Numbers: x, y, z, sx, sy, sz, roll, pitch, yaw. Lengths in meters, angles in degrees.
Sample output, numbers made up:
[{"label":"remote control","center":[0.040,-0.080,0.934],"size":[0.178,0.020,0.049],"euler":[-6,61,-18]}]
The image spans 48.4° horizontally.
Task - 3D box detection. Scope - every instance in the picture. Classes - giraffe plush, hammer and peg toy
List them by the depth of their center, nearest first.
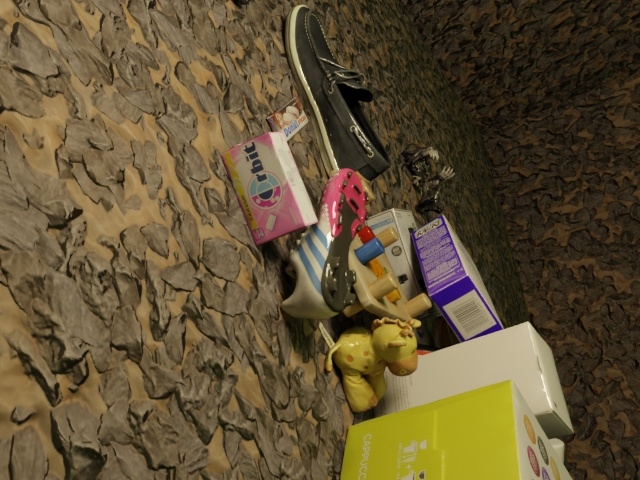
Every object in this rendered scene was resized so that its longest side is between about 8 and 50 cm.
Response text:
[{"label":"giraffe plush","center":[0.120,0.218,1.406],"size":[0.210,0.170,0.181],"euler":[54,27,-31]},{"label":"hammer and peg toy","center":[0.084,0.016,1.542],"size":[0.266,0.127,0.361],"euler":[29,33,-56]}]

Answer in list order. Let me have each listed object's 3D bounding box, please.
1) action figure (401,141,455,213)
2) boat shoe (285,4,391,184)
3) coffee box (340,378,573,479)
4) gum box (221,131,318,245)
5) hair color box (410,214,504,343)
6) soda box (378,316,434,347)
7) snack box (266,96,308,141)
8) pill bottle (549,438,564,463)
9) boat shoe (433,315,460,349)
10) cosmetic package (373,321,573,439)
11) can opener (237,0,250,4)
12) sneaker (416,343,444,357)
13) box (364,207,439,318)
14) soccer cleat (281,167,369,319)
[{"label":"action figure","center":[0.360,-0.227,2.355],"size":[0.164,0.141,0.276],"euler":[25,49,-43]},{"label":"boat shoe","center":[0.046,-0.364,1.763],"size":[0.187,0.156,0.500],"euler":[4,66,-63]},{"label":"coffee box","center":[0.245,0.505,1.226],"size":[0.334,0.338,0.337],"euler":[56,26,-26]},{"label":"gum box","center":[-0.094,-0.098,1.287],"size":[0.062,0.107,0.188],"euler":[-22,91,-67]},{"label":"hair color box","center":[0.323,0.094,1.717],"size":[0.185,0.110,0.339],"euler":[54,15,-20]},{"label":"soda box","center":[0.221,0.241,1.730],"size":[0.216,0.074,0.069],"euler":[50,30,-37]},{"label":"snack box","center":[-0.071,-0.269,1.587],"size":[0.064,0.022,0.178],"euler":[64,23,-15]},{"label":"pill bottle","center":[0.451,0.627,1.608],"size":[0.204,0.204,0.361],"euler":[11,82,-63]},{"label":"boat shoe","center":[0.371,0.326,1.749],"size":[0.324,0.116,0.123],"euler":[67,23,-9]},{"label":"cosmetic package","center":[0.298,0.329,1.456],"size":[0.155,0.365,0.197],"euler":[44,34,-44]},{"label":"can opener","center":[-0.209,-0.568,1.516],"size":[0.186,0.073,0.059],"euler":[25,87,-54]},{"label":"sneaker","center":[0.274,0.323,1.646],"size":[0.090,0.270,0.145],"euler":[-145,-117,-86]},{"label":"box","center":[0.222,0.068,1.865],"size":[0.169,0.087,0.290],"euler":[-1,71,-66]},{"label":"soccer cleat","center":[0.000,0.000,1.344],"size":[0.116,0.143,0.331],"euler":[47,41,-38]}]
